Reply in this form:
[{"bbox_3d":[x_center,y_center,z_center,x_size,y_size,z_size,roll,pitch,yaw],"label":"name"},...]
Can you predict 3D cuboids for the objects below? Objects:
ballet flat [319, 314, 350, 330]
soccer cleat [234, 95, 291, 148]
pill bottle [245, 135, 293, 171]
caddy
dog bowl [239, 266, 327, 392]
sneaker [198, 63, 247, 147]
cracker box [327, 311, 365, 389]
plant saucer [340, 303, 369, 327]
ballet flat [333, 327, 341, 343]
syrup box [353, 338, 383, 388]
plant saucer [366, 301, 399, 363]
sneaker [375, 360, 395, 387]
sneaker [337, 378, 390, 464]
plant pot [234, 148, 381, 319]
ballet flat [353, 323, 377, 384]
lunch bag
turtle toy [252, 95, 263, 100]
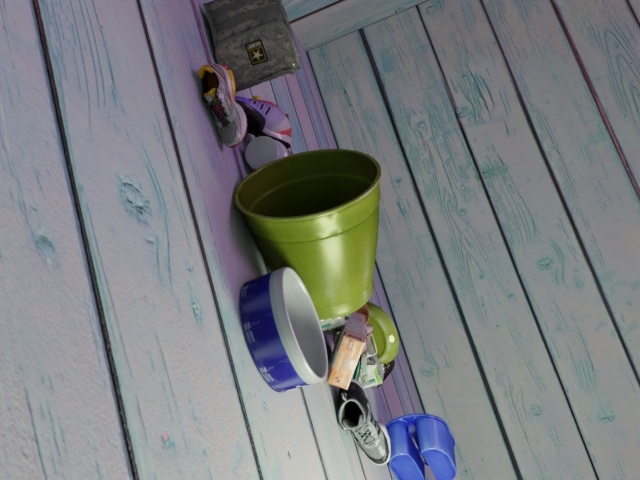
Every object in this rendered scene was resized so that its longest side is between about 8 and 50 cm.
[{"bbox_3d":[0.025,0.136,1.973,0.409,0.146,0.147,-78,148,-59],"label":"ballet flat"},{"bbox_3d":[-0.176,-0.359,1.794,0.318,0.108,0.117,25,66,-63],"label":"soccer cleat"},{"bbox_3d":[-0.139,-0.227,1.835,0.208,0.119,0.119,33,39,-73],"label":"pill bottle"},{"bbox_3d":[0.369,0.762,2.313,0.179,0.241,0.341,-89,158,-46],"label":"caddy"},{"bbox_3d":[-0.078,0.199,1.401,0.265,0.104,0.265,-20,90,-79],"label":"dog bowl"},{"bbox_3d":[-0.257,-0.340,1.588,0.092,0.088,0.225,-8,78,-59],"label":"sneaker"},{"bbox_3d":[0.080,0.321,1.874,0.232,0.067,0.156,-72,-179,-77],"label":"cracker box"},{"bbox_3d":[0.070,0.218,2.076,0.199,0.037,0.200,23,38,-19],"label":"plant saucer"},{"bbox_3d":[0.072,0.299,2.092,0.086,0.086,0.249,55,19,-55],"label":"ballet flat"},{"bbox_3d":[0.138,0.391,2.196,0.096,0.093,0.237,-36,106,-79],"label":"syrup box"},{"bbox_3d":[0.176,0.340,2.258,0.037,0.241,0.241,-21,92,-42],"label":"plant saucer"},{"bbox_3d":[0.200,0.448,2.416,0.162,0.106,0.281,35,-33,22],"label":"sneaker"},{"bbox_3d":[0.119,0.545,1.814,0.269,0.101,0.153,65,11,2],"label":"sneaker"},{"bbox_3d":[0.000,0.000,1.621,0.367,0.366,0.353,-92,171,-59],"label":"plant pot"},{"bbox_3d":[0.152,0.390,2.108,0.077,0.079,0.222,165,-72,-83],"label":"ballet flat"},{"bbox_3d":[-0.200,-0.603,1.887,0.169,0.235,0.287,57,15,-71],"label":"lunch bag"},{"bbox_3d":[-0.213,-0.389,1.893,0.130,0.066,0.095,19,75,-74],"label":"turtle toy"}]
